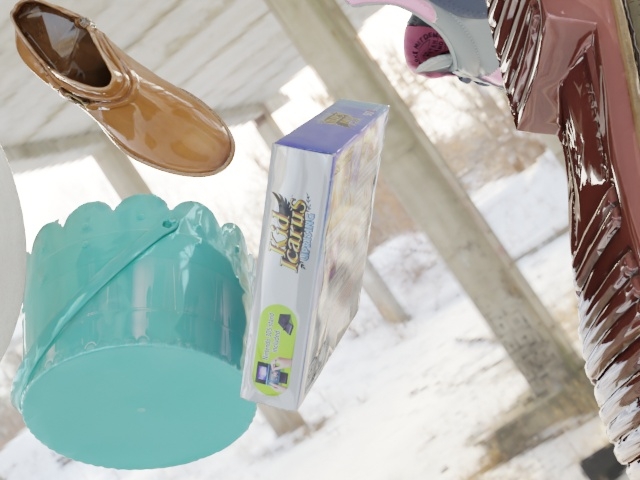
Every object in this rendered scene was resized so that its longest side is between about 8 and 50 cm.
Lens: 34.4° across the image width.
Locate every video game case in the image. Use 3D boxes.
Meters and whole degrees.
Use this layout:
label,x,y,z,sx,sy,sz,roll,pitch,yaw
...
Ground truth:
label,x,y,z,sx,sy,sz,roll,pitch,yaw
video game case,0.000,0.000,1.021,0.269,0.061,0.244,-49,-31,-69

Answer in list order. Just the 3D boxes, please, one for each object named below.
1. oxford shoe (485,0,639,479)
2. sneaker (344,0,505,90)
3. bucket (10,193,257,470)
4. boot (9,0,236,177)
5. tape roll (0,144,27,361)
label,x,y,z,sx,sy,sz,roll,pitch,yaw
oxford shoe,0.160,-0.011,0.391,0.130,0.348,0.123,-11,-13,-2
sneaker,0.132,-0.149,0.729,0.131,0.112,0.319,-29,-37,24
bucket,-0.193,0.107,1.104,0.281,0.183,0.281,-5,-42,-4
boot,-0.153,-0.113,0.801,0.073,0.197,0.152,-61,7,-4
tape roll,-0.412,-0.010,0.819,0.072,0.392,0.392,-17,8,36
